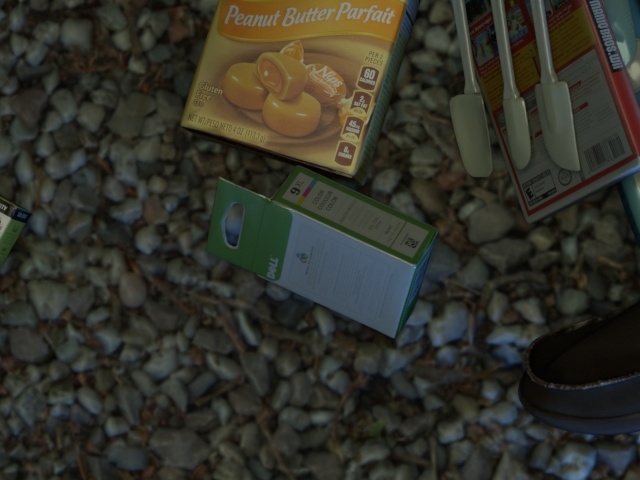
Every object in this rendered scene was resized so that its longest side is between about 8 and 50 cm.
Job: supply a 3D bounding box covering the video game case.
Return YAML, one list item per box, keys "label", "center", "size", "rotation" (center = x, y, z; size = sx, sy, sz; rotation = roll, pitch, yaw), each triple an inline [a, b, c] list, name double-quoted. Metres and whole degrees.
- label: "video game case"
  center: [0.207, -0.176, 1.739]
  size: [0.025, 0.204, 0.285]
  rotation: [-15, 82, -27]

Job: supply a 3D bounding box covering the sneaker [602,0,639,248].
- label: "sneaker"
  center: [0.364, -0.135, 1.745]
  size: [0.208, 0.127, 0.319]
  rotation: [-18, 92, 8]

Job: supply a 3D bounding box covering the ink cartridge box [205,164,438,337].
- label: "ink cartridge box"
  center: [0.000, 0.000, 1.783]
  size: [0.209, 0.109, 0.062]
  rotation: [24, 48, 10]

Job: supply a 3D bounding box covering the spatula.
- label: "spatula"
  center: [0.169, -0.181, 1.751]
  size: [0.019, 0.168, 0.242]
  rotation: [-15, 98, -30]

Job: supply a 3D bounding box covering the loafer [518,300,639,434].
- label: "loafer"
  center: [0.343, 0.068, 1.682]
  size: [0.366, 0.134, 0.130]
  rotation: [-18, 119, 20]

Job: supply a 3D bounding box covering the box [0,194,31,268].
- label: "box"
  center: [-0.387, 0.051, 1.862]
  size: [0.087, 0.058, 0.232]
  rotation: [29, 90, 9]

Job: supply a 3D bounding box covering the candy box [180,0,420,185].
- label: "candy box"
  center: [-0.001, -0.231, 1.820]
  size: [0.182, 0.087, 0.317]
  rotation: [16, 88, 9]
